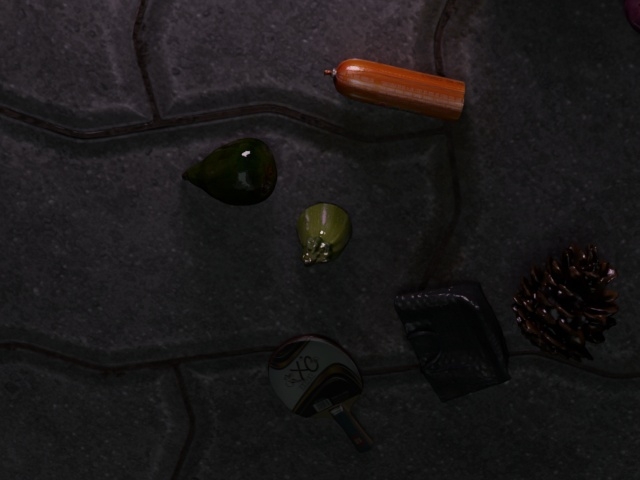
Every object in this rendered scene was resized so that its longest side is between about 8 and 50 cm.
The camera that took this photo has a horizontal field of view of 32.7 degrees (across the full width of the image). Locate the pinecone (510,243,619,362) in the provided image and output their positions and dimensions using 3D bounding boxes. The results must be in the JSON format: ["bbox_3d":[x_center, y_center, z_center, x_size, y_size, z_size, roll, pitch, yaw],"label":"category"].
[{"bbox_3d":[0.449,0.112,1.959,0.204,0.179,0.184,-46,133,5],"label":"pinecone"}]

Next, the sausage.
[{"bbox_3d":[0.120,-0.253,1.808,0.234,0.071,0.071,11,119,-5],"label":"sausage"}]

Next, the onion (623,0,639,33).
[{"bbox_3d":[0.538,-0.378,1.726,0.104,0.115,0.115,-20,130,-40],"label":"onion"}]

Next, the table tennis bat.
[{"bbox_3d":[0.014,0.308,2.157,0.173,0.022,0.301,-27,114,15],"label":"table tennis bat"}]

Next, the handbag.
[{"bbox_3d":[0.254,0.191,2.058,0.175,0.088,0.270,-17,118,18],"label":"handbag"}]

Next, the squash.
[{"bbox_3d":[0.005,0.007,1.920,0.105,0.132,0.105,1,119,2],"label":"squash"}]

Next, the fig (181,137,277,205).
[{"bbox_3d":[-0.165,-0.111,1.879,0.178,0.117,0.117,-6,120,16],"label":"fig"}]
